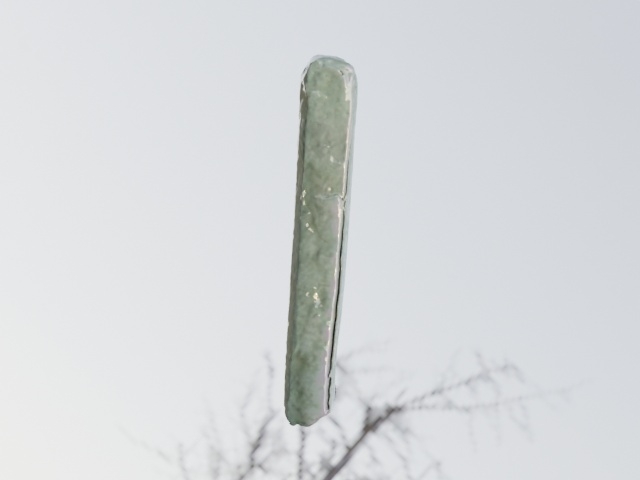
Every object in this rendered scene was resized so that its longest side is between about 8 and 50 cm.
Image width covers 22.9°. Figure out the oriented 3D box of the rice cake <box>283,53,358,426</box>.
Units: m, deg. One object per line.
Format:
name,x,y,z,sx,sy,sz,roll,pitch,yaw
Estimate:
rice cake,0.000,0.000,0.883,0.033,0.208,0.033,3,4,-1
